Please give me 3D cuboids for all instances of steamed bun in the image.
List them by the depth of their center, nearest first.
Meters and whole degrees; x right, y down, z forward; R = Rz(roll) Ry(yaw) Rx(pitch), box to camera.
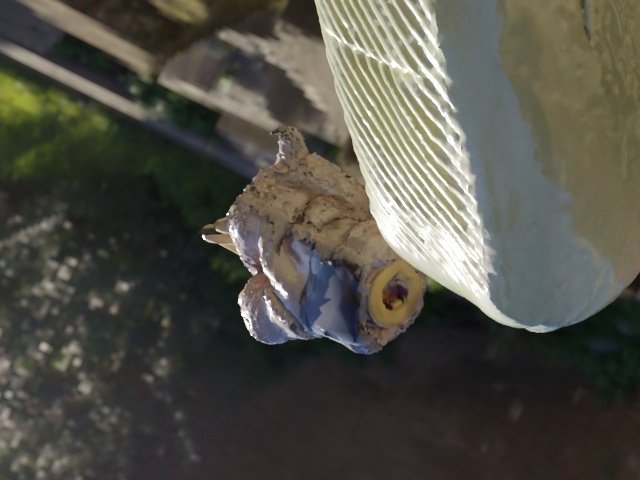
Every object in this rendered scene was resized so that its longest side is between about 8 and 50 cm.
[{"bbox_3d":[0.095,-0.088,0.772,0.170,0.153,0.238,41,151,62],"label":"steamed bun"}]

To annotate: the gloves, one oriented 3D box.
[{"bbox_3d":[0.002,0.009,0.989,0.094,0.110,0.144,-21,-129,-31],"label":"gloves"}]
